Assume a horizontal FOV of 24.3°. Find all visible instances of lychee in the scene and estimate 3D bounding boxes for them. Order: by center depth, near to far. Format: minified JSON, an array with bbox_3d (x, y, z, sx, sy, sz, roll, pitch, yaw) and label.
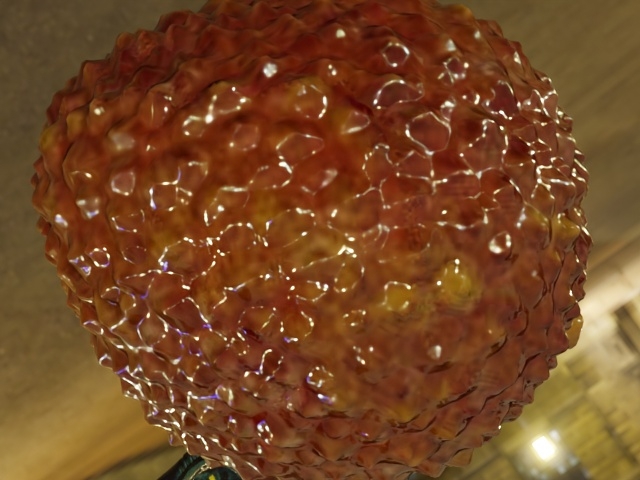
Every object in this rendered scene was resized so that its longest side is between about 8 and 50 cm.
[{"bbox_3d":[0.000,0.000,0.758,0.276,0.304,0.276,-59,-164,28],"label":"lychee"}]

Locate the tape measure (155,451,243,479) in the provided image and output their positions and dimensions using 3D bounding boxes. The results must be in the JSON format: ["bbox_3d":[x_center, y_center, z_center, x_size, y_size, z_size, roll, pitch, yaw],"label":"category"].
[{"bbox_3d":[-0.066,0.275,1.427,0.186,0.199,0.112,-43,151,26],"label":"tape measure"}]
